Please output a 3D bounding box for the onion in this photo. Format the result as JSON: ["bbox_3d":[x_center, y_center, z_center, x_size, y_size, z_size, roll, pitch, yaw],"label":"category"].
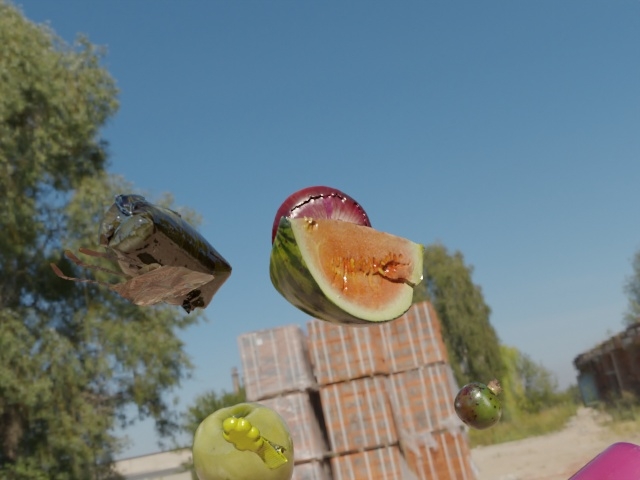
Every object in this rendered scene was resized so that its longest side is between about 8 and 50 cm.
[{"bbox_3d":[0.000,0.001,1.724,0.248,0.248,0.161,-1,-7,-34],"label":"onion"}]

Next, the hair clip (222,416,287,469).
[{"bbox_3d":[-0.143,0.429,1.640,0.072,0.046,0.173,-34,-58,16],"label":"hair clip"}]

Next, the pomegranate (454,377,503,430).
[{"bbox_3d":[0.402,0.417,1.964,0.130,0.130,0.130,-11,-14,-3],"label":"pomegranate"}]

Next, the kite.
[{"bbox_3d":[-0.252,0.051,1.018,0.127,0.016,0.229,-29,-29,25],"label":"kite"}]

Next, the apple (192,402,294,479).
[{"bbox_3d":[-0.190,0.536,1.945,0.262,0.262,0.262,-11,-14,-3],"label":"apple"}]

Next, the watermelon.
[{"bbox_3d":[0.046,0.073,1.159,0.303,0.128,0.159,12,-62,-41],"label":"watermelon"}]

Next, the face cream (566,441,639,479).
[{"bbox_3d":[0.464,0.444,1.228,0.195,0.175,0.175,-30,-7,-23],"label":"face cream"}]

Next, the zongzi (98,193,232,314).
[{"bbox_3d":[-0.479,-0.030,1.947,0.208,0.432,0.403,-52,-33,-6],"label":"zongzi"}]
